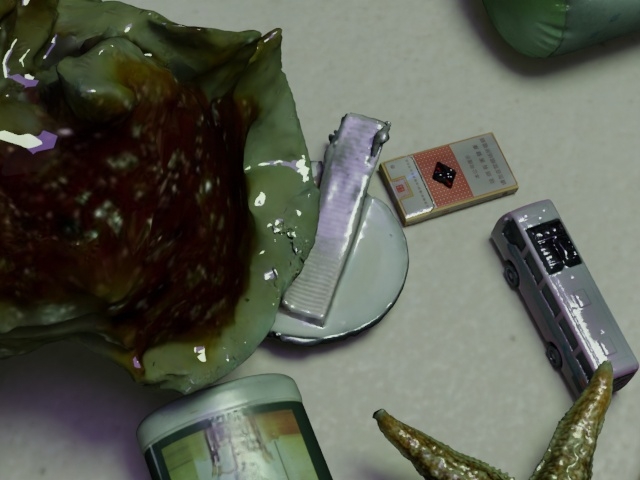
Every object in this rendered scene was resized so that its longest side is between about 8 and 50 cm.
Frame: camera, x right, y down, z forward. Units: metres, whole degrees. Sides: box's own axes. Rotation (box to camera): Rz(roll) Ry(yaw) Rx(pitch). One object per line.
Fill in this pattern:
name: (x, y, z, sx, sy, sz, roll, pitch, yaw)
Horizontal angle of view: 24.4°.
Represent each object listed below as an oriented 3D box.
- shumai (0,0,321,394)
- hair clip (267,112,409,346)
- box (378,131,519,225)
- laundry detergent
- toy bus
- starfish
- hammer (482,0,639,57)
shumai: (-0.160, -0.011, 0.821, 0.288, 0.292, 0.330, 38, 77, -20)
hair clip: (0.000, 0.000, 0.922, 0.116, 0.049, 0.172, 17, 65, 5)
box: (0.085, -0.042, 0.974, 0.083, 0.012, 0.046, -16, 68, -18)
laundry detergent: (-0.022, 0.189, 0.812, 0.099, 0.070, 0.225, -12, 67, -24)
toy bus: (0.152, 0.036, 0.924, 0.037, 0.052, 0.130, -19, 68, -16)
starfish: (0.122, 0.164, 0.841, 0.223, 0.050, 0.217, 27, 67, -12)
hammer: (0.159, -0.286, 1.063, 0.206, 0.119, 0.335, -19, 62, -19)
